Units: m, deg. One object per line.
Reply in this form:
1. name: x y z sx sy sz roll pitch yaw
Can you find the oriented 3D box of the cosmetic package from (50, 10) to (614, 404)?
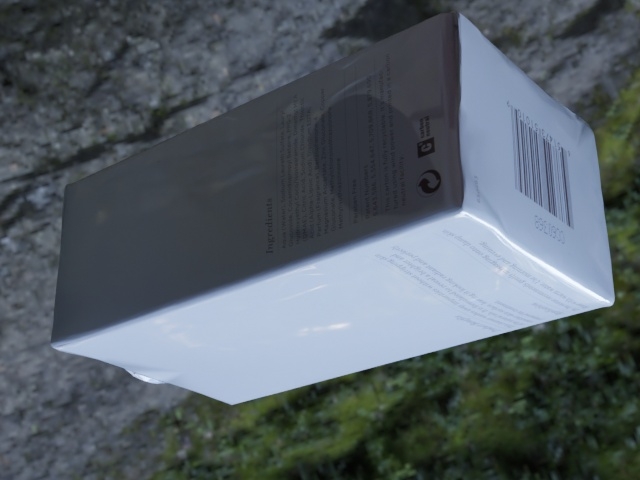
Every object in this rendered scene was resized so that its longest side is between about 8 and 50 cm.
1. cosmetic package: 0.000 0.000 0.918 0.385 0.156 0.217 -17 151 33
